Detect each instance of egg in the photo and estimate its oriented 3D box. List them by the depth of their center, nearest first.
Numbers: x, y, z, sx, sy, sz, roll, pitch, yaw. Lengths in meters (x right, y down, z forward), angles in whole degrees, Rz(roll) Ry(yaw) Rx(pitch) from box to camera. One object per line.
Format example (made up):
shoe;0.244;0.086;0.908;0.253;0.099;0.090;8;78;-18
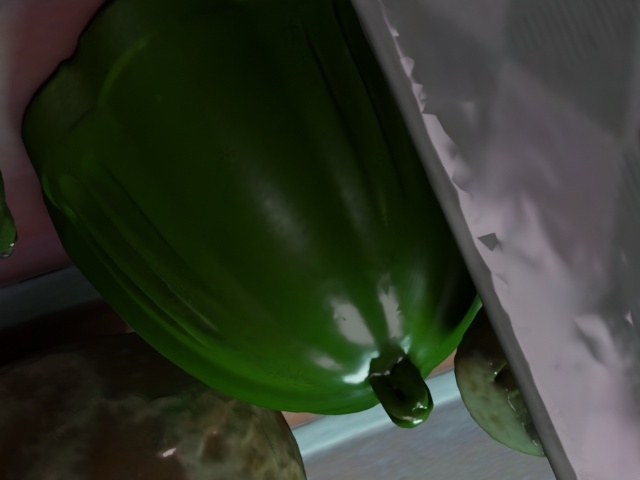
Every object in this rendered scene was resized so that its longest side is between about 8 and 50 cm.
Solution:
egg;-0.102;0.141;0.845;0.233;0.195;0.195;-39;149;20

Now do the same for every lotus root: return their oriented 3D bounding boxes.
lotus root;0.000;0.000;0.741;0.186;0.186;0.186;-22;150;-14

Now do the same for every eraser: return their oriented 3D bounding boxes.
eraser;0.126;-0.038;0.637;0.213;0.082;0.397;-30;113;-12

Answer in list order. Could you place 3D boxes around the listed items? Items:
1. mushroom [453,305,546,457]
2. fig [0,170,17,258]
mushroom;0.173;-0.045;0.765;0.333;0.107;0.087;-48;118;-33
fig;-0.148;-0.021;0.651;0.117;0.117;0.177;-42;165;20
